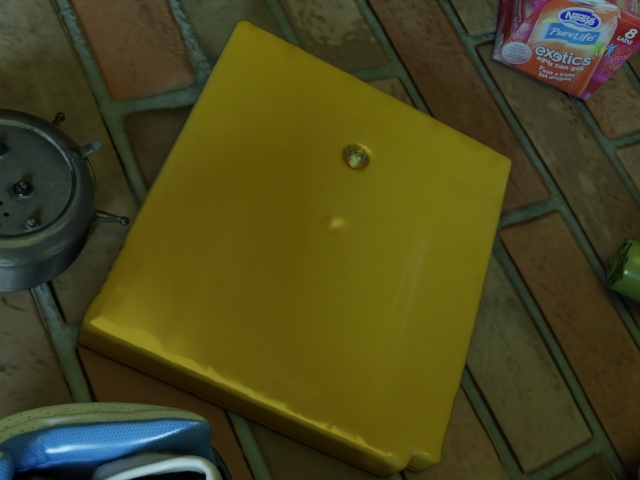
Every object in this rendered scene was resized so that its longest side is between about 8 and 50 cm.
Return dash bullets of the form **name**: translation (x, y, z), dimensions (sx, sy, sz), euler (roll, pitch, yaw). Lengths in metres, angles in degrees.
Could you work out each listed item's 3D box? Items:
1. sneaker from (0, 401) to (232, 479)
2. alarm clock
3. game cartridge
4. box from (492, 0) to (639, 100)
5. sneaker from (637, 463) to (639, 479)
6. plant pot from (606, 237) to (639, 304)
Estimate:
- **sneaker**: translation (-0.056, 0.184, 0.477), dimensions (0.323, 0.236, 0.130), euler (19, 58, -13)
- **alarm clock**: translation (-0.243, -0.024, 0.619), dimensions (0.192, 0.064, 0.129), euler (-28, 77, -29)
- **game cartridge**: translation (0.000, 0.000, 0.721), dimensions (0.285, 0.052, 0.323), euler (26, 58, -9)
- **box**: translation (0.280, -0.299, 0.953), dimensions (0.123, 0.128, 0.256), euler (21, 56, -12)
- **sneaker**: translation (0.332, 0.260, 0.697), dimensions (0.111, 0.103, 0.252), euler (-12, 62, -24)
- **plant pot**: translation (0.316, 0.034, 0.825), dimensions (0.079, 0.083, 0.083), euler (19, 57, 2)
